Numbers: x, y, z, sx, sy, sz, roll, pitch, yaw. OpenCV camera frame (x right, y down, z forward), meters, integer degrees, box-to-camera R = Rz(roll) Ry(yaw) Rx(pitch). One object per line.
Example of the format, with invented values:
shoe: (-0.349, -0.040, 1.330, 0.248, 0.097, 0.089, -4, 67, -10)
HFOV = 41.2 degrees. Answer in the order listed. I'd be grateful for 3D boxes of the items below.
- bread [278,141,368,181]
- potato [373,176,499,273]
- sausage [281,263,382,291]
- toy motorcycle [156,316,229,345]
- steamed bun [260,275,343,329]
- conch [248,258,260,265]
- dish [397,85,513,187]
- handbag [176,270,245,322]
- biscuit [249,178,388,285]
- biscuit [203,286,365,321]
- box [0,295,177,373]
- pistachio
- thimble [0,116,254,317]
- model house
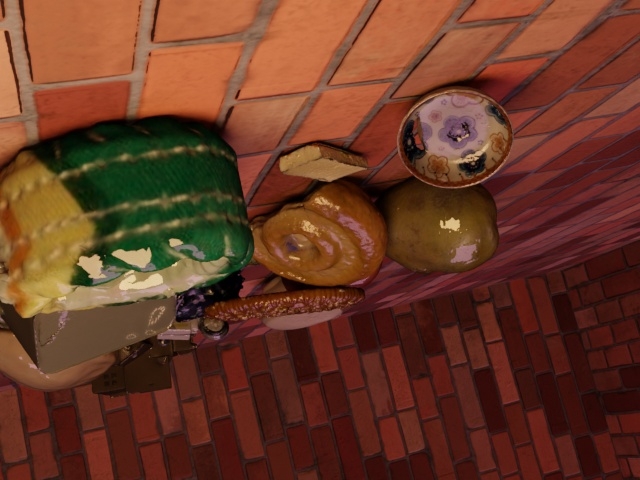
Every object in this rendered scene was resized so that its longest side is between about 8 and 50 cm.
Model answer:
bread: (0.006, -0.106, 1.173, 0.068, 0.028, 0.154, -19, 169, 27)
potato: (0.183, -0.029, 1.446, 0.252, 0.174, 0.159, -3, -176, 35)
sausage: (0.026, 0.053, 1.736, 0.255, 0.148, 0.148, -22, 167, 39)
toy motorcycle: (-0.312, 0.151, 1.868, 0.229, 0.151, 0.074, 6, 141, -7)
steamed bun: (-0.053, 0.144, 2.138, 0.228, 0.130, 0.177, -18, 159, 30)
conch: (-0.130, 0.017, 1.584, 0.085, 0.056, 0.076, -14, 157, -1)
dish: (0.166, -0.144, 1.064, 0.141, 0.078, 0.141, 2, 128, 3)
handbag: (-0.235, 0.099, 1.720, 0.162, 0.113, 0.260, -11, 168, -1)
biscuit: (0.000, 0.001, 1.402, 0.213, 0.091, 0.274, 31, 144, -20)
biscuit: (-0.067, 0.122, 1.580, 0.306, 0.038, 0.305, -6, 173, -1)
box: (-0.310, 0.065, 1.135, 0.243, 0.135, 0.163, -18, 138, -32)
pistachio: (-0.494, 0.164, 1.529, 0.226, 0.207, 0.332, 29, -179, 26)
thimble: (-0.225, -0.019, 0.953, 0.288, 0.167, 0.254, -12, 169, -17)
model house: (-0.417, 0.251, 1.997, 0.244, 0.211, 0.204, -9, 171, -1)
